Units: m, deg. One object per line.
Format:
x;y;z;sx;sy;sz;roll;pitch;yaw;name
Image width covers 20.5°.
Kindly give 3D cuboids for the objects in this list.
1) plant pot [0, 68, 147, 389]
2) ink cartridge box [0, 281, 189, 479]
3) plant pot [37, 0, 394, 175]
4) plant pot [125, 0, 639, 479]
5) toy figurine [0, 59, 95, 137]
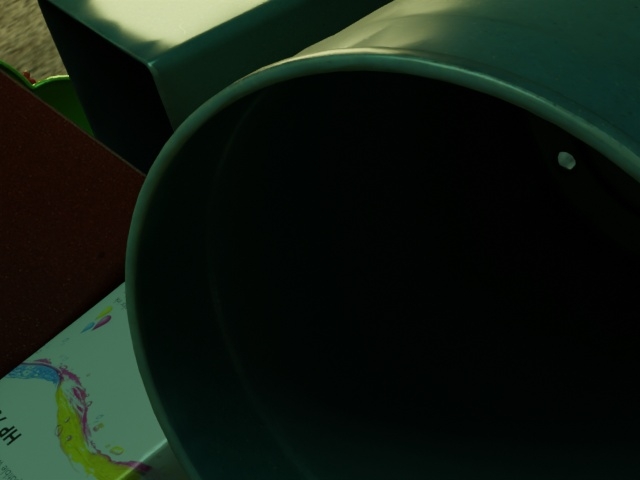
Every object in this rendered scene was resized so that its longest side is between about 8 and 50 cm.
-0.282;0.005;0.953;0.267;0.267;0.235;4;62;61;plant pot
-0.109;0.114;0.856;0.231;0.078;0.134;-39;34;-14;ink cartridge box
-0.001;-0.101;0.995;0.234;0.165;0.166;-30;32;-16;plant pot
0.107;0.003;0.702;0.272;0.271;0.255;-1;27;36;plant pot
-0.236;-0.086;1.208;0.173;0.130;0.159;-12;21;-13;toy figurine
